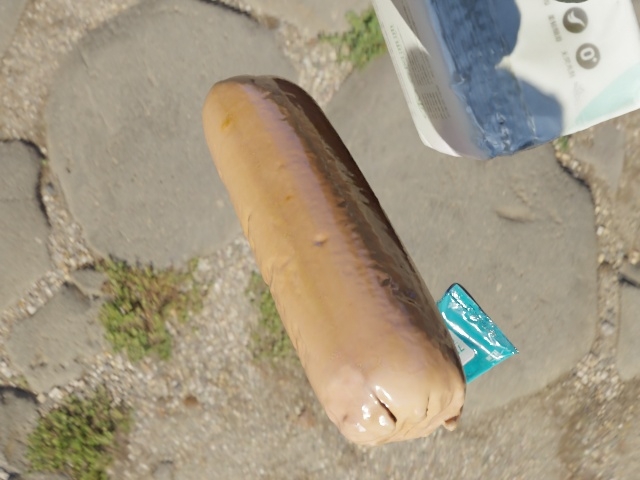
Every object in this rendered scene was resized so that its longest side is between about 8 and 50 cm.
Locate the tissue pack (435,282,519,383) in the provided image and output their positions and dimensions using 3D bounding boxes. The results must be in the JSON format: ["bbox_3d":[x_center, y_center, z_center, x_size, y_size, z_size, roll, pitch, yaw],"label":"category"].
[{"bbox_3d":[0.107,0.103,0.986,0.085,0.138,0.028,45,37,-4],"label":"tissue pack"}]

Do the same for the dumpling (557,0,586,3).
[{"bbox_3d":[0.154,-0.177,0.402,0.219,0.108,0.153,-27,90,11],"label":"dumpling"}]

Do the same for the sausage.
[{"bbox_3d":[0.001,0.001,0.655,0.086,0.086,0.289,-23,50,-6],"label":"sausage"}]

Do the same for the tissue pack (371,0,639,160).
[{"bbox_3d":[0.142,-0.271,1.004,0.194,0.266,0.356,-21,101,-4],"label":"tissue pack"}]
